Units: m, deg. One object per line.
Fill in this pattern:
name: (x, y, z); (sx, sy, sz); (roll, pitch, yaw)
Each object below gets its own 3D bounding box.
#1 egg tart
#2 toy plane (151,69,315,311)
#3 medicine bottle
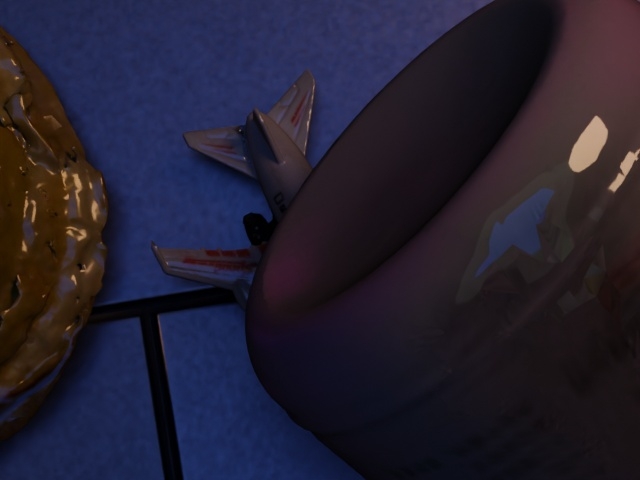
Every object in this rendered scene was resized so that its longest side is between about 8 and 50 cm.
egg tart: (-0.256, -0.011, 0.916); (0.295, 0.116, 0.295); (0, 82, -2)
toy plane: (0.000, 0.000, 0.942); (0.162, 0.065, 0.171); (-28, 87, -4)
medicine bottle: (0.144, 0.056, 0.828); (0.302, 0.241, 0.241); (41, 85, -17)
